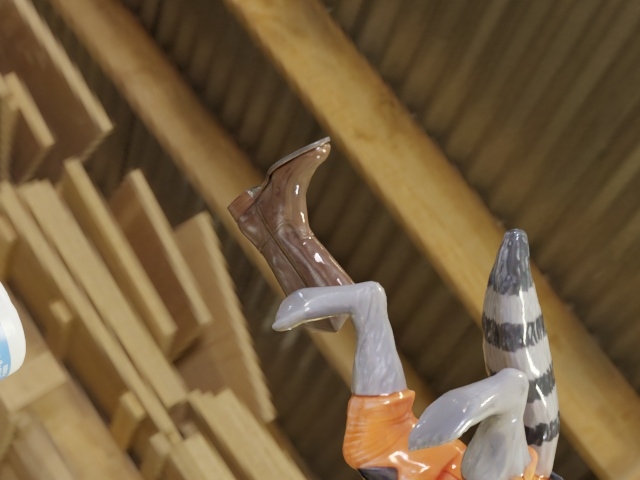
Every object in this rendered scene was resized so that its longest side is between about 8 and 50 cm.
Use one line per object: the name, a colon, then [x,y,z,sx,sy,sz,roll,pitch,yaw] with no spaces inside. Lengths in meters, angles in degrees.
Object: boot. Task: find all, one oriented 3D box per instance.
boot: [0.000,0.000,0.953,0.106,0.037,0.114,-39,-99,43]

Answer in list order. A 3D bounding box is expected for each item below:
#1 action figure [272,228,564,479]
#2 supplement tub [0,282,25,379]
action figure: [0.139,0.176,0.744,0.341,0.178,0.330,10,-42,56]
supplement tub: [-0.201,0.055,0.677,0.071,0.107,0.071,33,-40,33]
